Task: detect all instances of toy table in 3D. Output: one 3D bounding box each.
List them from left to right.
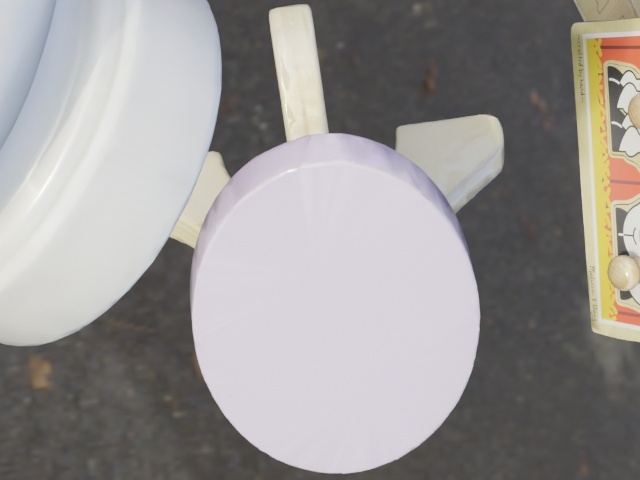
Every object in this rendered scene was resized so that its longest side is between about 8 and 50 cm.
[{"bbox_3d":[0.000,0.000,1.228,0.274,0.252,0.161,99,-12,-45],"label":"toy table"}]

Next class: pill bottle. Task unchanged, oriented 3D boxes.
[{"bbox_3d":[-0.174,-0.078,0.489,0.301,0.169,0.169,26,61,-39],"label":"pill bottle"}]

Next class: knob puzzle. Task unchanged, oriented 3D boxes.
[{"bbox_3d":[0.195,-0.025,0.971,0.030,0.213,0.213,-10,89,-36],"label":"knob puzzle"}]

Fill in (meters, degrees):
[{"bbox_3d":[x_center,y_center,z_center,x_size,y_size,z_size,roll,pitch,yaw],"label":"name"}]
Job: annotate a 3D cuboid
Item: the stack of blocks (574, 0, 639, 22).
[{"bbox_3d":[0.263,-0.131,1.200,0.171,0.087,0.297,1,51,-31],"label":"stack of blocks"}]
